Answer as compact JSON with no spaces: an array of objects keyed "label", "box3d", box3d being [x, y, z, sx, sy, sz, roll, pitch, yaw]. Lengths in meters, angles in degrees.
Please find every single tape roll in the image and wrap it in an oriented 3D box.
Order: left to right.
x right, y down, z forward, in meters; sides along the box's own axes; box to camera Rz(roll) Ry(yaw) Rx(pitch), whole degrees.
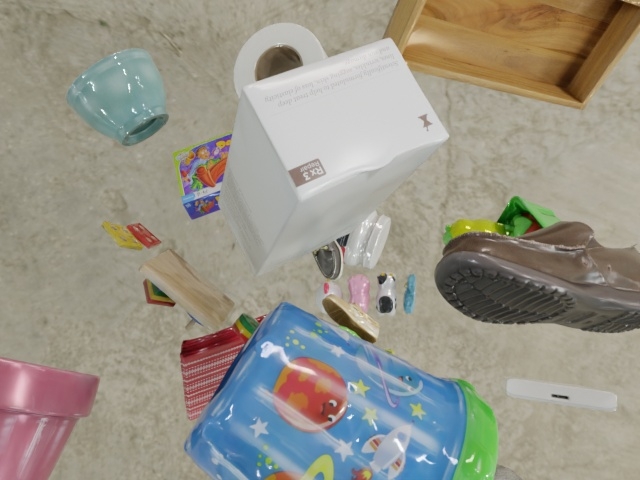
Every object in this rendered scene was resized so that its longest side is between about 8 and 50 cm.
[{"label":"tape roll","box3d":[-0.083,-0.415,1.407,0.245,0.169,0.247,-2,83,15]}]

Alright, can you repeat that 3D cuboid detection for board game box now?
[{"label":"board game box","box3d":[-0.258,-0.225,1.628,0.346,0.234,0.078,-21,142,-3]}]

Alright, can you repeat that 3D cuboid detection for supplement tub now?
[{"label":"supplement tub","box3d":[0.058,-0.036,1.641,0.272,0.191,0.191,21,104,15]}]

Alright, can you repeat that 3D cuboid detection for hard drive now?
[{"label":"hard drive","box3d":[0.592,0.388,1.382,0.232,0.353,0.047,4,79,17]}]

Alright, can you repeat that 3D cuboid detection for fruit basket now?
[{"label":"fruit basket","box3d":[0.620,0.039,1.843,0.391,0.283,0.392,-12,137,-12]}]

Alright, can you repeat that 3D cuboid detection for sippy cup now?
[{"label":"sippy cup","box3d":[0.005,0.186,0.513,0.224,0.305,0.240,35,73,-2]}]

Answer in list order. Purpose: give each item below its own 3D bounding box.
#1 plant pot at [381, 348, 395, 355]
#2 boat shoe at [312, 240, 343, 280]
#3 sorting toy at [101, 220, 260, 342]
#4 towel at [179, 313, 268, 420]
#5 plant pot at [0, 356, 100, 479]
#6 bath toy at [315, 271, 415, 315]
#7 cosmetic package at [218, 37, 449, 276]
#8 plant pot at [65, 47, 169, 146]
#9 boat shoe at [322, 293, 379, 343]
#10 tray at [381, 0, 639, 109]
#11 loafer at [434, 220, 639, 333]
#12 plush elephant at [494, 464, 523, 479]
[{"label":"plant pot","box3d":[0.066,0.369,1.286,0.227,0.207,0.229,-12,81,38]},{"label":"boat shoe","box3d":[0.000,0.000,1.453,0.081,0.068,0.228,-22,73,28]},{"label":"sorting toy","box3d":[-0.204,0.075,0.774,0.274,0.132,0.046,42,96,-5]},{"label":"towel","box3d":[-0.165,0.242,1.019,0.198,0.031,0.275,-16,144,-23]},{"label":"plant pot","box3d":[-0.391,0.233,0.642,0.201,0.201,0.181,14,71,-11]},{"label":"bath toy","box3d":[0.151,0.174,1.842,0.347,0.152,0.129,-2,142,8]},{"label":"cosmetic package","box3d":[-0.012,-0.092,0.781,0.217,0.385,0.156,-25,80,-22]},{"label":"plant pot","box3d":[-0.596,-0.419,1.665,0.293,0.293,0.196,-35,93,3]},{"label":"boat shoe","box3d":[0.078,0.185,1.331,0.170,0.059,0.063,42,139,-10]},{"label":"tray","box3d":[0.324,-0.355,0.885,0.410,0.076,0.203,5,133,-22]},{"label":"loafer","box3d":[0.304,0.040,0.721,0.365,0.134,0.130,13,61,-26]},{"label":"plush elephant","box3d":[0.196,0.390,0.665,0.330,0.271,0.256,35,60,-45]}]
